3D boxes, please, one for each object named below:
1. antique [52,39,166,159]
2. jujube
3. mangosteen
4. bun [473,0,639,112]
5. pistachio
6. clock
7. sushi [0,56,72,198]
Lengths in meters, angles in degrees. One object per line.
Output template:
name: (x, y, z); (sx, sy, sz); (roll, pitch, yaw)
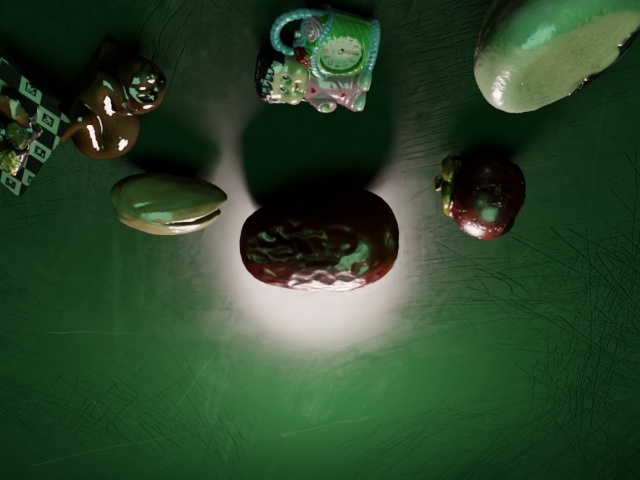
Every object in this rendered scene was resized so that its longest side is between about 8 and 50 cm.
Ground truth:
antique: (-0.364, -0.236, 1.503); (0.143, 0.121, 0.257); (24, 134, -28)
jujube: (0.000, 0.000, 1.725); (0.318, 0.223, 0.223); (-5, 140, 17)
mangosteen: (0.310, -0.091, 1.685); (0.180, 0.166, 0.166); (21, 141, 14)
bun: (0.360, -0.349, 1.369); (0.293, 0.187, 0.293); (-23, 157, -11)
pistachio: (-0.297, -0.076, 1.678); (0.226, 0.135, 0.135); (2, 139, -20)
clock: (-0.010, -0.309, 1.458); (0.196, 0.100, 0.194); (3, 135, -10)
sushi: (-0.568, -0.189, 1.513); (0.192, 0.043, 0.279); (44, 134, -13)
